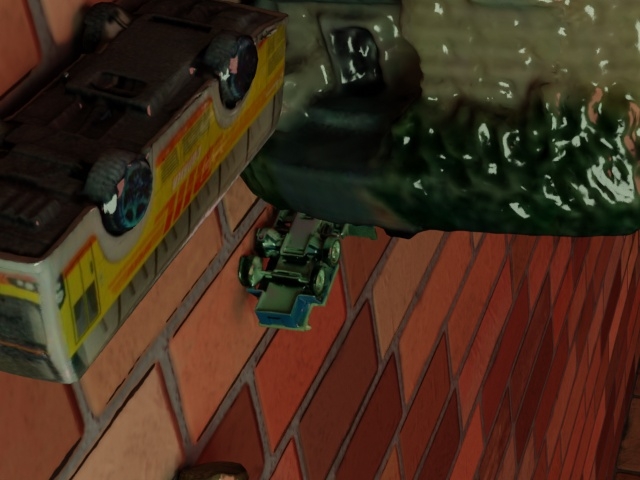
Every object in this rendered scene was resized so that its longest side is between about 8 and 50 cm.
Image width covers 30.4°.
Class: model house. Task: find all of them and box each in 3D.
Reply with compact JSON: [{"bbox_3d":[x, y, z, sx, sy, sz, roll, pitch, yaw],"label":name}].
[{"bbox_3d":[0.074,-0.183,0.705,0.243,0.299,0.284,-55,142,-42],"label":"model house"}]

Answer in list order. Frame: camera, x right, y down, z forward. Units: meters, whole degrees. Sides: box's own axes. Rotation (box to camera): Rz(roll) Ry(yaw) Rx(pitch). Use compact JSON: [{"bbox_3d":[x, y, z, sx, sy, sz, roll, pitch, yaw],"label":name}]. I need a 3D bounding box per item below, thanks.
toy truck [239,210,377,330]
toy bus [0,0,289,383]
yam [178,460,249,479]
[{"bbox_3d":[0.000,0.000,0.869,0.081,0.067,0.175,72,31,-47],"label":"toy truck"},{"bbox_3d":[-0.099,-0.040,0.587,0.268,0.092,0.106,-58,156,-50],"label":"toy bus"},{"bbox_3d":[-0.068,0.259,0.774,0.057,0.057,0.241,-24,118,-66],"label":"yam"}]
